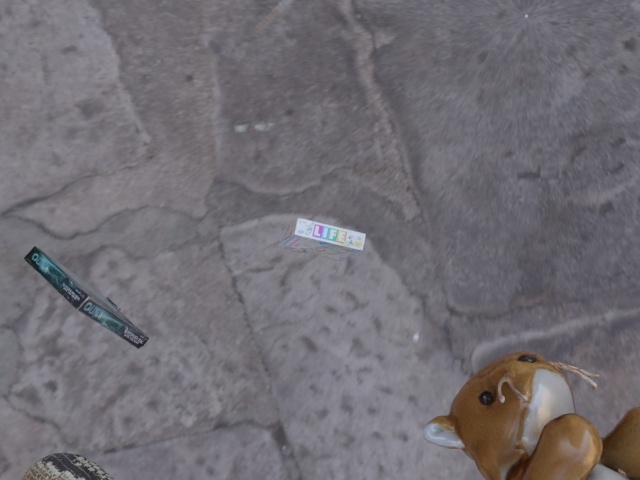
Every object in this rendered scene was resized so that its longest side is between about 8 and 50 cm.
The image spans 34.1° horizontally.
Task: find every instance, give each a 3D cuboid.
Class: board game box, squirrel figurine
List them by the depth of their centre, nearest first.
[{"bbox_3d":[0.281,0.341,1.262,0.370,0.281,0.397,46,142,42],"label":"squirrel figurine"},{"bbox_3d":[-0.327,0.084,1.474,0.126,0.186,0.026,37,83,27],"label":"board game box"},{"bbox_3d":[0.000,0.000,1.571,0.103,0.154,0.026,13,81,-10],"label":"board game box"}]

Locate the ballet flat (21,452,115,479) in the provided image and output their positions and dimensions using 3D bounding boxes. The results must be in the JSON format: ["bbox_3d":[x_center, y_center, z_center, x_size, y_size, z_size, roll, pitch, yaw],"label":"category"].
[{"bbox_3d":[-0.174,0.420,0.956,0.164,0.182,0.482,-32,80,14],"label":"ballet flat"}]
